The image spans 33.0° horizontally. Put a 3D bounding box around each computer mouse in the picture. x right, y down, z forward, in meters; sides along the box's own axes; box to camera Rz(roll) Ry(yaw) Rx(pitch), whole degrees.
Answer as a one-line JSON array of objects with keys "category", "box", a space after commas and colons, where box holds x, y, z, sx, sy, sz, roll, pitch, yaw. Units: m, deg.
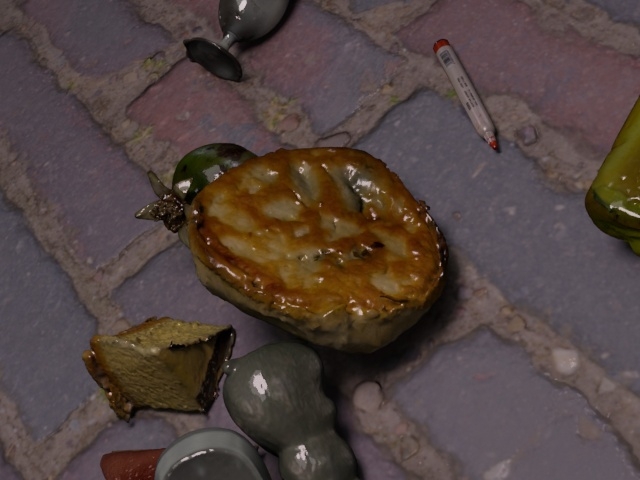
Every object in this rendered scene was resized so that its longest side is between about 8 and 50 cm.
[{"category": "computer mouse", "box": [-0.094, 0.307, 1.124, 0.128, 0.079, 0.230, -18, 82, 0]}]

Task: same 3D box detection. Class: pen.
[{"category": "pen", "box": [0.191, -0.190, 1.407, 0.026, 0.026, 0.218, -27, 48, 9]}]

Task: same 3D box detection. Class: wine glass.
[{"category": "wine glass", "box": [-0.110, -0.354, 1.653, 0.103, 0.103, 0.222, 15, 65, 37]}]

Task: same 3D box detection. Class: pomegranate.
[{"category": "pomegranate", "box": [-0.136, -0.060, 1.393, 0.149, 0.169, 0.148, 3, 97, 23]}]

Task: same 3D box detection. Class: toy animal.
[{"category": "toy animal", "box": [-0.023, 0.221, 1.160, 0.108, 0.138, 0.236, -45, 54, 35]}]

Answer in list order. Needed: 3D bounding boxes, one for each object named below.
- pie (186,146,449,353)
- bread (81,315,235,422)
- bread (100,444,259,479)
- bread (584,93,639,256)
[{"category": "pie", "box": [0.000, 0.000, 1.268, 0.315, 0.092, 0.315, 3, 45, -3]}, {"category": "bread", "box": [-0.197, 0.135, 1.332, 0.147, 0.127, 0.152, -1, 39, 29]}, {"category": "bread", "box": [-0.171, 0.283, 1.221, 0.193, 0.067, 0.119, -6, 50, 23]}, {"category": "bread", "box": [0.427, -0.133, 1.170, 0.166, 0.112, 0.383, 16, 64, 35]}]
